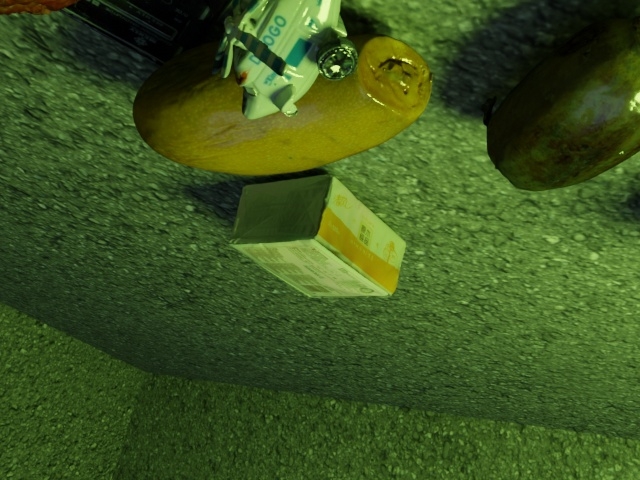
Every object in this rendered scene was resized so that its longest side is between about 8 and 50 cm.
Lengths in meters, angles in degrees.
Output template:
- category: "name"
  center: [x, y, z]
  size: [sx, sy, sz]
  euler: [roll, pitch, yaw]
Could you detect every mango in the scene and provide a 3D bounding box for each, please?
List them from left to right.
- category: "mango"
  center: [-0.050, -0.148, 0.783]
  size: [0.359, 0.144, 0.187]
  euler: [-1, 173, 21]

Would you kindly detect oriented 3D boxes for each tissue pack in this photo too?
- category: "tissue pack"
  center: [0.000, 0.000, 1.134]
  size: [0.185, 0.124, 0.225]
  euler: [-5, 151, 37]

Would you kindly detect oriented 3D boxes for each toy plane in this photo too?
- category: "toy plane"
  center: [-0.003, -0.215, 0.593]
  size: [0.107, 0.273, 0.182]
  euler: [18, -157, -32]

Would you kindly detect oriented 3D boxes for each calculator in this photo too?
- category: "calculator"
  center: [-0.176, -0.271, 0.724]
  size: [0.165, 0.028, 0.274]
  euler: [24, 156, -23]

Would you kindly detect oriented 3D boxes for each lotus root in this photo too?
- category: "lotus root"
  center: [0.254, -0.126, 0.698]
  size: [0.124, 0.123, 0.241]
  euler: [10, 161, -14]

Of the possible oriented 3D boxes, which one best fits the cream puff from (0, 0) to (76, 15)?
- category: "cream puff"
  center: [-0.240, -0.287, 0.457]
  size: [0.350, 0.229, 0.350]
  euler: [15, 154, 8]
